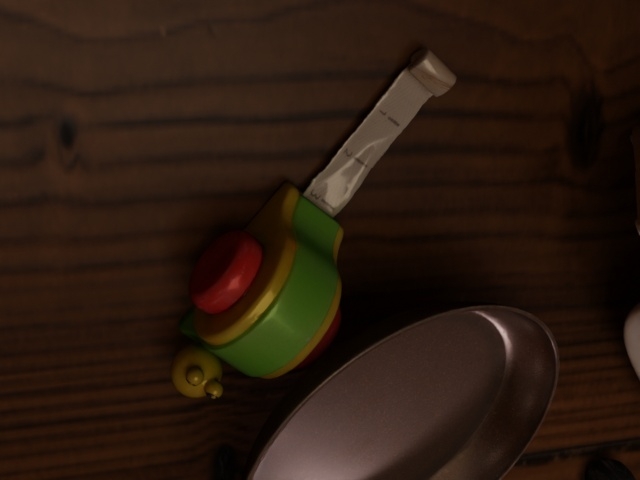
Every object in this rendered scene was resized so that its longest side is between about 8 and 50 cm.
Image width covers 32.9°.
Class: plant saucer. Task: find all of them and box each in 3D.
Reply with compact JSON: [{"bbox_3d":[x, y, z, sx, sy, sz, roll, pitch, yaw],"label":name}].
[{"bbox_3d":[0.061,0.163,0.904,0.311,0.050,0.310,-21,136,-22],"label":"plant saucer"}]

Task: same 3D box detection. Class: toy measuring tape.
[{"bbox_3d":[0.000,0.000,0.825,0.121,0.121,0.330,38,97,-27],"label":"toy measuring tape"}]

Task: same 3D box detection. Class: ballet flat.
[{"bbox_3d":[0.306,0.287,1.080,0.057,0.049,0.173,-31,118,-2],"label":"ballet flat"}]

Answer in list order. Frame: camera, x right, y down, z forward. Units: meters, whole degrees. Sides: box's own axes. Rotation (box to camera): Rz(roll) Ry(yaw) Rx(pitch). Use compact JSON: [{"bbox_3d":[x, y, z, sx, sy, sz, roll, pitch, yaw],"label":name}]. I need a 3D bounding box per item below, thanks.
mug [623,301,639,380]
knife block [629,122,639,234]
[{"bbox_3d":[0.476,0.054,0.863,0.328,0.374,0.276,-39,86,-9],"label":"mug"},{"bbox_3d":[0.373,-0.076,0.843,0.242,0.275,0.088,-23,110,25],"label":"knife block"}]
